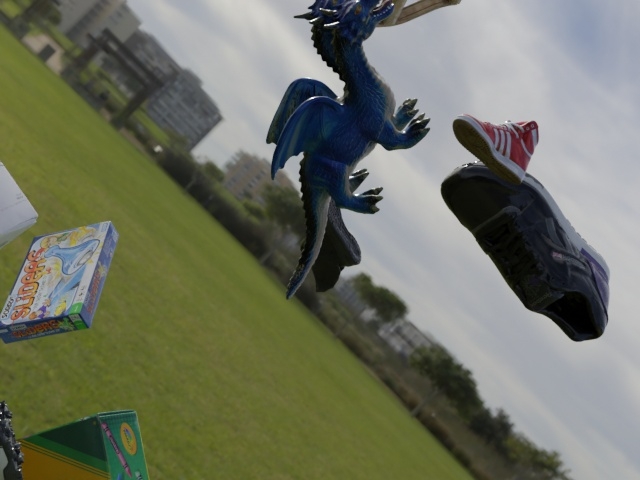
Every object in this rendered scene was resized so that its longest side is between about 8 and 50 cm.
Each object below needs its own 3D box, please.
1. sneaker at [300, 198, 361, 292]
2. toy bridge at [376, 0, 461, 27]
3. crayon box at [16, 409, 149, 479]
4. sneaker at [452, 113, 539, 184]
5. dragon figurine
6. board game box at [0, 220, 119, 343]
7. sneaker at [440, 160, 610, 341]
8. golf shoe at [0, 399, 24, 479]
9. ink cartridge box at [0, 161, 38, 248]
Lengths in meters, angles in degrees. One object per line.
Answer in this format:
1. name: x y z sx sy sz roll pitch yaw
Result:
1. sneaker: 0.001 -0.002 1.267 0.170 0.089 0.051 62 32 -26
2. toy bridge: 0.086 -0.280 0.996 0.063 0.188 0.026 120 -46 -57
3. crayon box: -0.302 0.379 1.109 0.081 0.165 0.278 11 62 -62
4. sneaker: 0.193 -0.119 0.919 0.118 0.067 0.042 36 -12 -35
5. dragon figurine: -0.002 -0.093 0.764 0.144 0.289 0.085 25 25 -21
6. board game box: -0.388 0.059 1.262 0.201 0.136 0.035 -89 163 -49
7. sneaker: 0.265 0.017 1.053 0.283 0.107 0.124 37 37 -17
8. golf shoe: -0.334 0.141 0.737 0.198 0.094 0.077 63 -17 -14
9. ink cartridge box: -0.663 -0.094 1.473 0.283 0.207 0.117 57 26 -6
